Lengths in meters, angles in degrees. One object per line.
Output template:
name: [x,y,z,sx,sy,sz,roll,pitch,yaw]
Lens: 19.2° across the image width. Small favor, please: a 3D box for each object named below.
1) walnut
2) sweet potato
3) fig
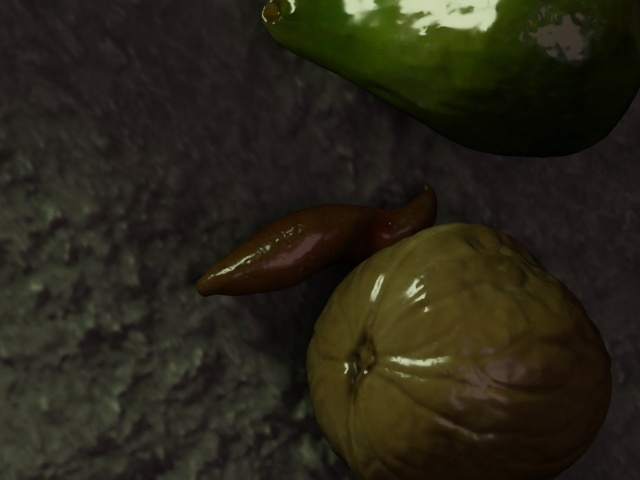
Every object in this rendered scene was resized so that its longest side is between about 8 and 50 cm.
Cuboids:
walnut: [0.104,0.097,1.388,0.228,0.228,0.228,-3,98,-21]
sweet potato: [0.001,0.002,1.426,0.202,0.058,0.055,-15,81,-18]
fig: [0.094,-0.154,1.389,0.275,0.206,0.206,-5,99,-6]
